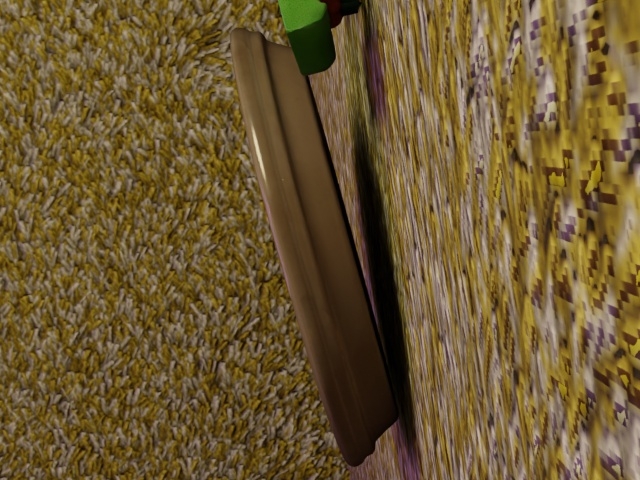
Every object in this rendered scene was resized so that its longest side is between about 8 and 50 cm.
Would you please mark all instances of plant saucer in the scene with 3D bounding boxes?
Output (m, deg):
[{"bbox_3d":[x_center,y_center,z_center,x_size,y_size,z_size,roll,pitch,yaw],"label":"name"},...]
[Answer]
[{"bbox_3d":[0.000,0.000,0.803,0.278,0.041,0.278,-15,-90,-89],"label":"plant saucer"}]

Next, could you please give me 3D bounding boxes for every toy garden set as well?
[{"bbox_3d":[-0.015,-0.212,0.700,0.204,0.049,0.244,50,-153,-85],"label":"toy garden set"}]
